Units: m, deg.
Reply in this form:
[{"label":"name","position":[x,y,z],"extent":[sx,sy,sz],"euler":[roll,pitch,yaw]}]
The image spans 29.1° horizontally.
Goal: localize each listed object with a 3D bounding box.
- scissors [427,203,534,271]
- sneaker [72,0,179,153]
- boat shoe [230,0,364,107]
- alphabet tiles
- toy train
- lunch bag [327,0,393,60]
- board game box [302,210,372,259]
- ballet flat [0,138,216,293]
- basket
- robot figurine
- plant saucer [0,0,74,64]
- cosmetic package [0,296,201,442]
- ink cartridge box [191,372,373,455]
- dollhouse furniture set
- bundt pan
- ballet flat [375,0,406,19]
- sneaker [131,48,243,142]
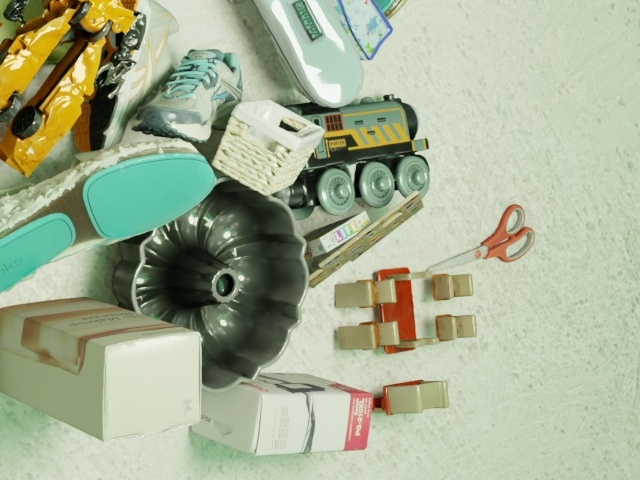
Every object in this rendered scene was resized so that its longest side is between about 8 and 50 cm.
[{"label":"scissors","position":[0.315,0.030,2.371],"extent":[0.297,0.021,0.109],"euler":[-35,119,-34]},{"label":"sneaker","position":[-0.267,-0.227,1.776],"extent":[0.121,0.099,0.262],"euler":[20,84,-46]},{"label":"boat shoe","position":[-0.056,-0.377,1.901],"extent":[0.136,0.156,0.367],"euler":[-33,106,-17]},{"label":"alphabet tiles","position":[0.072,0.003,2.039],"extent":[0.237,0.198,0.009],"euler":[-37,82,2]},{"label":"toy train","position":[0.050,-0.143,2.044],"extent":[0.334,0.142,0.190],"euler":[-12,95,-40]},{"label":"lunch bag","position":[0.022,-0.367,1.983],"extent":[0.151,0.129,0.096],"euler":[50,60,-32]},{"label":"board game box","position":[0.000,0.000,2.001],"extent":[0.103,0.154,0.026],"euler":[-31,96,-35]},{"label":"ballet flat","position":[-0.345,-0.053,1.662],"extent":[0.409,0.147,0.147],"euler":[-25,113,-22]},{"label":"basket","position":[-0.078,-0.140,1.842],"extent":[0.103,0.113,0.167],"euler":[-63,172,15]},{"label":"robot figurine","position":[-0.362,-0.242,1.627],"extent":[0.291,0.085,0.211],"euler":[-55,136,-7]},{"label":"plant saucer","position":[-0.413,-0.332,1.661],"extent":[0.188,0.045,0.188],"euler":[-7,101,-41]},{"label":"cosmetic package","position":[-0.304,0.166,1.662],"extent":[0.153,0.296,0.129],"euler":[-5,101,-41]},{"label":"ink cartridge box","position":[-0.061,0.275,1.975],"extent":[0.237,0.172,0.100],"euler":[6,93,-41]},{"label":"dollhouse furniture set","position":[0.143,0.178,2.198],"extent":[0.262,0.135,0.259],"euler":[-3,87,-41]},{"label":"bundt pan","position":[-0.180,0.061,1.872],"extent":[0.331,0.124,0.330],"euler":[-7,101,-41]},{"label":"ballet flat","position":[0.150,-0.523,2.091],"extent":[0.123,0.123,0.348],"euler":[13,87,-42]},{"label":"sneaker","position":[-0.190,-0.217,1.775],"extent":[0.283,0.110,0.122],"euler":[-44,143,-70]}]
